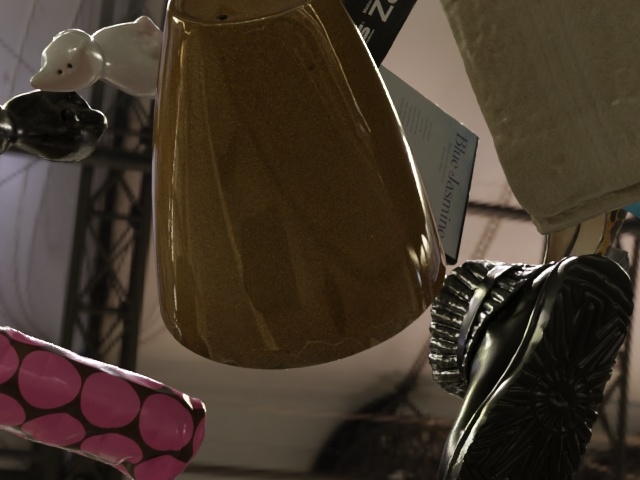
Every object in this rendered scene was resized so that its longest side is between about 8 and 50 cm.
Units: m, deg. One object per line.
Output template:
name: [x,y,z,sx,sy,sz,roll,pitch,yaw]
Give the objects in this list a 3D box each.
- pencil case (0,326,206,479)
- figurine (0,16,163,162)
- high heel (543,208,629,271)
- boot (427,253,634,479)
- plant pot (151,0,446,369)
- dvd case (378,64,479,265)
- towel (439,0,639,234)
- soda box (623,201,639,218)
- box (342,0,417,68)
pencil case: [-0.203,0.143,1.018,0.209,0.095,0.098,24,-78,-22]
figurine: [-0.266,-0.153,1.277,0.215,0.092,0.209,-32,-3,24]
high heel: [0.304,-0.008,1.523,0.093,0.186,0.261,12,-46,45]
boot: [0.186,0.167,1.365,0.131,0.348,0.260,40,-21,-19]
plant pot: [-0.033,-0.074,0.945,0.237,0.237,0.254,-7,-59,5]
dvd case: [0.102,-0.094,1.479,0.022,0.180,0.253,-5,-24,41]
towel: [0.212,-0.160,1.019,0.187,0.282,0.049,-21,-3,30]
soda box: [0.330,-0.049,1.103,0.210,0.067,0.071,32,-43,19]
box: [0.046,-0.402,1.391,0.097,0.318,0.395,16,-64,-33]
